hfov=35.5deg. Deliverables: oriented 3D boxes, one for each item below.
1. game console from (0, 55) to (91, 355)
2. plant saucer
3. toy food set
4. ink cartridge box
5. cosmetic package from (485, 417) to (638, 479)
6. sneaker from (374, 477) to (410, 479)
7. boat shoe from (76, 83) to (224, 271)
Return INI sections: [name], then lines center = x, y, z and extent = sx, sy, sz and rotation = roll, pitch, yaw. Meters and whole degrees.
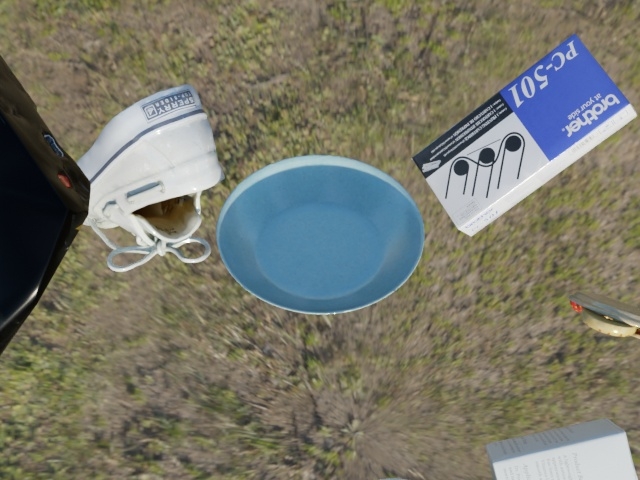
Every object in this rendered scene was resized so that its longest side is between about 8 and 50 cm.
[game console]
center = -0.261, -0.063, 0.450
extent = 0.213, 0.044, 0.361
rotation = -42, 73, 11
[plant saucer]
center = 0.000, 0.000, 0.942
extent = 0.195, 0.037, 0.195
rotation = 0, 51, 0
[toy food set]
center = 0.229, 0.060, 0.764
extent = 0.082, 0.083, 0.020
rotation = 16, 96, -14
[ink cartridge box]
center = 0.204, -0.105, 1.017
extent = 0.207, 0.046, 0.097
rotation = -38, 66, 16
[cosmetic package]
center = 0.339, 0.346, 1.385
extent = 0.183, 0.151, 0.151
rotation = -13, 86, 5
[sneaker]
center = 0.135, 0.394, 1.238
extent = 0.091, 0.126, 0.240
rotation = -32, 122, 32
[boat shoe]
center = -0.184, -0.038, 1.114
extent = 0.135, 0.367, 0.156
rotation = -25, 88, -30
